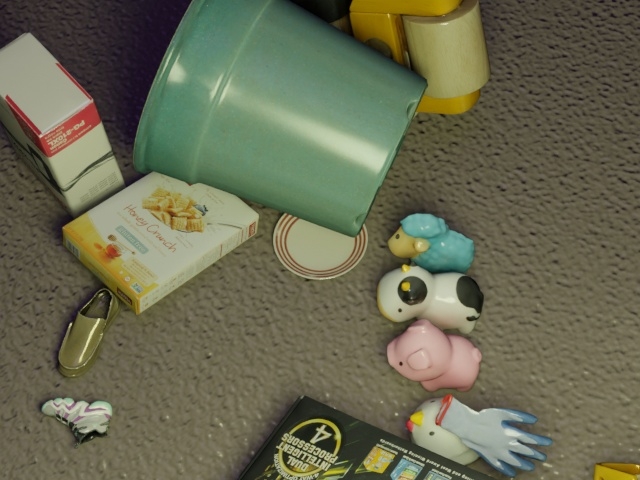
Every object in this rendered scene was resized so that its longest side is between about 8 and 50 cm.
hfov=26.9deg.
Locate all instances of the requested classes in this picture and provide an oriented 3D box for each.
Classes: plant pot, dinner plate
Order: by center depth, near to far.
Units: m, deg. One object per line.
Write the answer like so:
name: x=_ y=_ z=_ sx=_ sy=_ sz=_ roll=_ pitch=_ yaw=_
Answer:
plant pot: x=-0.046 y=-0.183 z=1.922 sx=0.334 sy=0.341 sz=0.341 roll=25 pitch=62 yaw=2
dinner plate: x=0.000 y=0.000 z=1.994 sx=0.141 sy=0.017 sz=0.141 roll=-1 pitch=59 yaw=2

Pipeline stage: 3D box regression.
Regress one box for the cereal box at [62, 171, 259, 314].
cereal box: x=-0.234 y=-0.016 z=1.971 sx=0.173 sy=0.047 sz=0.240 roll=39 pitch=56 yaw=22

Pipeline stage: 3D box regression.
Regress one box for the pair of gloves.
pair of gloves: x=0.199 y=0.291 z=1.733 sx=0.159 sy=0.198 sz=0.023 roll=24 pitch=23 yaw=-4

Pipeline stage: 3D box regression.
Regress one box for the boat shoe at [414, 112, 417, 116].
boat shoe: x=0.104 y=-0.176 z=2.085 sx=0.049 sy=0.042 sz=0.133 roll=46 pitch=69 yaw=-2

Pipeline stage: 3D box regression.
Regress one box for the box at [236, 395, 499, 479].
box: x=0.039 y=0.388 z=1.621 sx=0.395 sy=0.097 sz=0.318 roll=19 pitch=64 yaw=41

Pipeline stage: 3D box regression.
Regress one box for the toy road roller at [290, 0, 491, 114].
toy road roller: x=0.127 y=-0.346 z=2.069 sx=0.329 sy=0.202 sz=0.240 roll=10 pitch=42 yaw=31

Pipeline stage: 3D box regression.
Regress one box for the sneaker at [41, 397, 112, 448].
sneaker: x=-0.339 y=0.254 z=1.839 sx=0.098 sy=0.038 sz=0.069 roll=1 pitch=58 yaw=3

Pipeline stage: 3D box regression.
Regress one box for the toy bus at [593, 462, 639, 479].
toy bus: x=0.389 y=0.378 z=1.694 sx=0.202 sy=0.191 sz=0.104 roll=-42 pitch=22 yaw=-21

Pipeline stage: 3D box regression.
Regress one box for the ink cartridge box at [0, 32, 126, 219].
ink cartridge box: x=-0.396 y=-0.164 z=1.983 sx=0.100 sy=0.237 sz=0.172 roll=-37 pitch=64 yaw=-16

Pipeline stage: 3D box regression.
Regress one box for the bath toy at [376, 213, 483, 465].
bath toy: x=0.157 y=0.139 z=1.838 sx=0.151 sy=0.129 sz=0.348 roll=-3 pitch=59 yaw=1

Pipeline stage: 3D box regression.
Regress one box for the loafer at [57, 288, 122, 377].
loafer: x=-0.334 y=0.127 z=1.909 sx=0.056 sy=0.050 sz=0.148 roll=15 pitch=59 yaw=13
